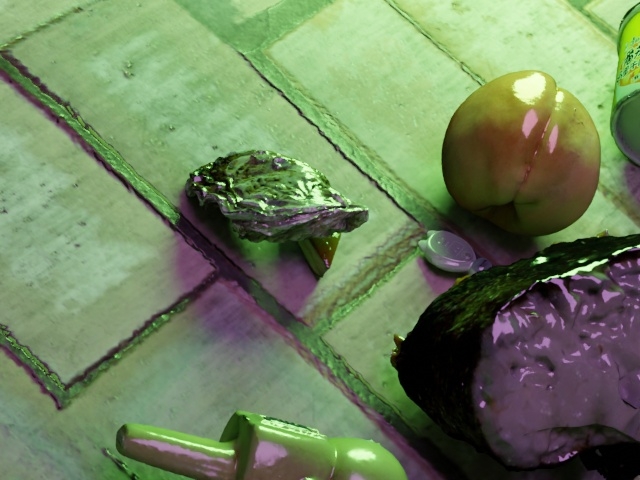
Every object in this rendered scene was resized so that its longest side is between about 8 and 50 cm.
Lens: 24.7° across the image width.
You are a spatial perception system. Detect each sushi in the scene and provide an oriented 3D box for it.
[{"bbox_3d":[0.255,0.118,1.440,0.349,0.207,0.234,-14,97,-24],"label":"sushi"}]

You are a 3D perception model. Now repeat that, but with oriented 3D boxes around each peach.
[{"bbox_3d":[0.223,-0.097,1.613,0.184,0.184,0.184,15,49,-17],"label":"peach"}]

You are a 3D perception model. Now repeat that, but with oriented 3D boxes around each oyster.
[{"bbox_3d":[-0.048,-0.042,1.480,0.177,0.064,0.125,29,54,26],"label":"oyster"}]

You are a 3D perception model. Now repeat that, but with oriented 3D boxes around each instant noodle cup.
[{"bbox_3d":[0.450,-0.182,1.793,0.205,0.205,0.153,26,54,-7],"label":"instant noodle cup"}]

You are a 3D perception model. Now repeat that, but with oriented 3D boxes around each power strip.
[{"bbox_3d":[0.144,0.021,1.575,0.083,0.035,0.055,30,44,15],"label":"power strip"}]

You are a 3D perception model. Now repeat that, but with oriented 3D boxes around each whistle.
[{"bbox_3d":[-0.037,0.208,1.261,0.288,0.131,0.106,16,90,-18],"label":"whistle"}]

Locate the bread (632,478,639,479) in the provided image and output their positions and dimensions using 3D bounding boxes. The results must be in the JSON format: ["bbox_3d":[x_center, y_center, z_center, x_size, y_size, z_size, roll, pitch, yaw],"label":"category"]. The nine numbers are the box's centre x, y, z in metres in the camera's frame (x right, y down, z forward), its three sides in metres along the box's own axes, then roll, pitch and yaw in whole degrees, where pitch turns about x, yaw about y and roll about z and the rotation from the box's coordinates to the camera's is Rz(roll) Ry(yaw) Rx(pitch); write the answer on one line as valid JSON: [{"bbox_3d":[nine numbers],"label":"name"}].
[{"bbox_3d":[0.367,0.372,1.312,0.337,0.148,0.328,-1,72,-31],"label":"bread"}]

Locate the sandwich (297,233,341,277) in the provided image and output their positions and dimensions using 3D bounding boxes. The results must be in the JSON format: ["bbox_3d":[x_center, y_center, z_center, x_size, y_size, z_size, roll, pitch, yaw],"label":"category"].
[{"bbox_3d":[0.000,0.000,1.508,0.044,0.031,0.083,-11,59,-32],"label":"sandwich"}]
